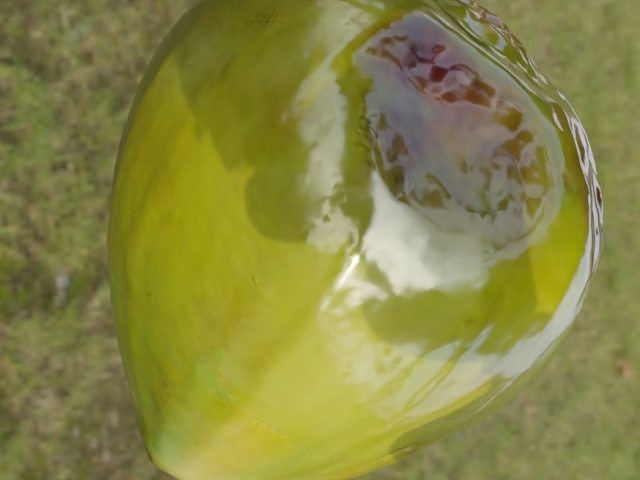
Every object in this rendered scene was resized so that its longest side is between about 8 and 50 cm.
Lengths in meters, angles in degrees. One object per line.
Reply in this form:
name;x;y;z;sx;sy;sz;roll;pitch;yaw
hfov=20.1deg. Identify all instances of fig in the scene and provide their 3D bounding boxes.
fig;0.000;0.000;0.863;0.239;0.271;0.239;38;9;-7
